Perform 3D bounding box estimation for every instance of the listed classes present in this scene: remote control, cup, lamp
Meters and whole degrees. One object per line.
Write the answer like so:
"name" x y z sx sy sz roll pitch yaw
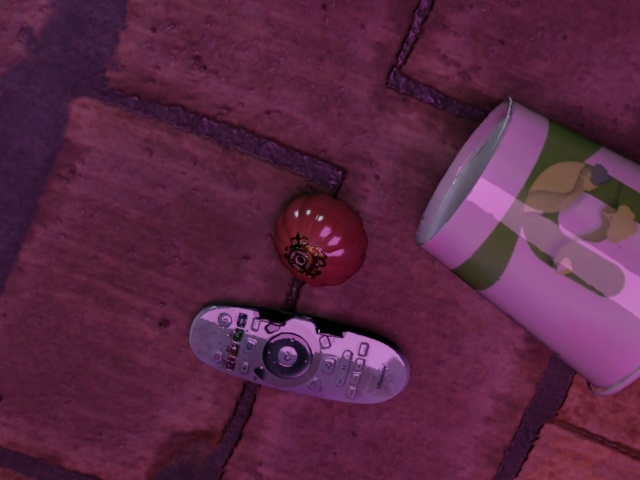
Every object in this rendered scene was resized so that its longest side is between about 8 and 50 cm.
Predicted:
"remote control" -0.023 0.126 2.009 0.256 0.045 0.097 15 108 -7
"cup" 0.262 -0.005 1.892 0.274 0.253 0.253 33 105 -7
"lamp" 0.000 0.000 1.936 0.107 0.092 0.107 16 125 25
